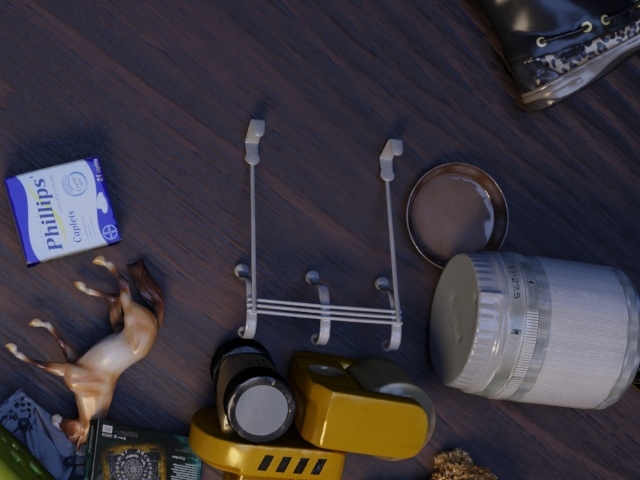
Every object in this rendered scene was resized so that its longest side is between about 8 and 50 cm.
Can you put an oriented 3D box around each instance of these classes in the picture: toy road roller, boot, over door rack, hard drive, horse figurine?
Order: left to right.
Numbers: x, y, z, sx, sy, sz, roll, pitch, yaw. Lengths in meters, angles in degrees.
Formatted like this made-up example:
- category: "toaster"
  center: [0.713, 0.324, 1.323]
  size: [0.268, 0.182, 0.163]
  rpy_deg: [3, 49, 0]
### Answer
- category: "hard drive"
  center: [-0.441, 0.349, 1.642]
  size: [0.172, 0.054, 0.255]
  rpy_deg: [42, 78, -10]
- category: "horse figurine"
  center: [-0.304, 0.139, 1.657]
  size: [0.174, 0.066, 0.263]
  rpy_deg: [44, 68, -2]
- category: "toy road roller"
  center: [-0.022, 0.286, 1.690]
  size: [0.329, 0.202, 0.241]
  rpy_deg: [8, 100, -14]
- category: "over door rack"
  center: [0.000, 0.000, 1.761]
  size: [0.239, 0.108, 0.324]
  rpy_deg: [6, 71, -15]
- category: "boot"
  center: [0.407, -0.409, 1.868]
  size: [0.377, 0.138, 0.284]
  rpy_deg: [-36, 96, -8]

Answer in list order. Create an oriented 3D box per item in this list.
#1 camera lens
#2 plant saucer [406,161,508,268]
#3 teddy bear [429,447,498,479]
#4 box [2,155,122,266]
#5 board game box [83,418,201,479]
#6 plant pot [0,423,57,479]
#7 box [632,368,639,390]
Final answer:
- category: "camera lens"
  center: [0.323, 0.132, 1.770]
  size: [0.274, 0.219, 0.219]
  rpy_deg: [8, 85, -14]
- category: "plant saucer"
  center: [0.209, -0.036, 1.847]
  size: [0.168, 0.029, 0.169]
  rpy_deg: [1, 87, -14]
- category: "teddy bear"
  center: [0.141, 0.450, 1.737]
  size: [0.338, 0.113, 0.245]
  rpy_deg: [-22, 58, -9]
- category: "box"
  center: [-0.362, -0.040, 1.674]
  size: [0.137, 0.072, 0.126]
  rpy_deg: [-16, 91, -14]
- category: "board game box"
  center: [-0.245, 0.324, 1.651]
  size: [0.186, 0.026, 0.126]
  rpy_deg: [21, 65, -41]
- category: "plant pot"
  center: [-0.425, 0.389, 1.509]
  size: [0.227, 0.207, 0.228]
  rpy_deg: [-42, 97, -13]
- category: "box"
  center: [0.681, 0.156, 1.938]
  size: [0.257, 0.079, 0.322]
  rpy_deg: [32, 80, -13]
